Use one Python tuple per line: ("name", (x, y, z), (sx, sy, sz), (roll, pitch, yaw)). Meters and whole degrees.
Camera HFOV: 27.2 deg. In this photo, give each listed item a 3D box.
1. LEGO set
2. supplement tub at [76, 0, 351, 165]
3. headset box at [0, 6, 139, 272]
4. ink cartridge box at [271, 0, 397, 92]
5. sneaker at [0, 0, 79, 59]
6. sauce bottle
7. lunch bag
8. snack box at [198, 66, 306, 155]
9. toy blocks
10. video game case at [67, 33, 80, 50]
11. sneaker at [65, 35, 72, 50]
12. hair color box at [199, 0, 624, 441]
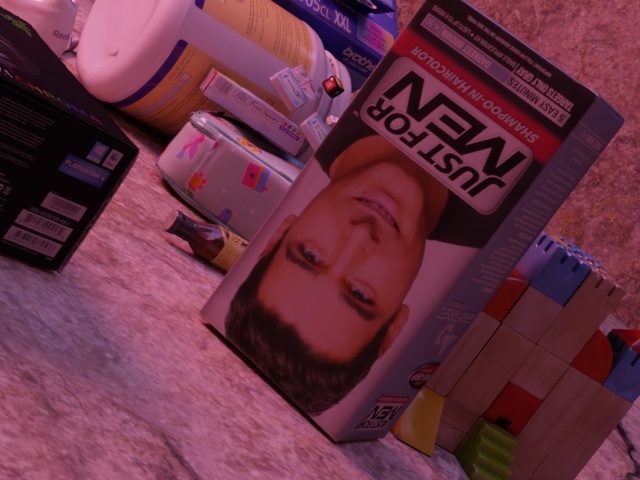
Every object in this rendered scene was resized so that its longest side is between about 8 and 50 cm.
("LEGO set", (0.026, -0.156, 1.706), (0.182, 0.060, 0.244), (58, 16, -5))
("supplement tub", (-0.143, -0.240, 1.848), (0.331, 0.241, 0.241), (29, 12, -35))
("headset box", (-0.324, -0.131, 1.089), (0.246, 0.131, 0.283), (27, 13, -43))
("ink cartridge box", (-0.062, -0.328, 2.077), (0.270, 0.395, 0.151), (26, 51, -38))
("sneaker", (-0.411, -0.318, 1.649), (0.297, 0.129, 0.111), (37, 13, 16))
("sauce bottle", (-0.108, 0.006, 1.415), (0.128, 0.042, 0.042), (31, 11, -29))
("lunch bag", (-0.063, -0.058, 1.661), (0.279, 0.108, 0.224), (37, 11, 6))
("snack box", (-0.085, -0.164, 1.672), (0.141, 0.037, 0.100), (34, 6, -11))
("toy blocks", (0.200, 0.099, 1.384), (0.381, 0.261, 0.191), (32, 11, -23))
("video game case", (-0.442, -0.327, 1.880), (0.183, 0.023, 0.201), (35, 10, -4))
("sneaker", (-0.418, -0.311, 1.741), (0.190, 0.071, 0.083), (42, 43, 7))
("hair color box", (0.080, -0.020, 1.203), (0.185, 0.374, 0.113), (40, 11, 23))
